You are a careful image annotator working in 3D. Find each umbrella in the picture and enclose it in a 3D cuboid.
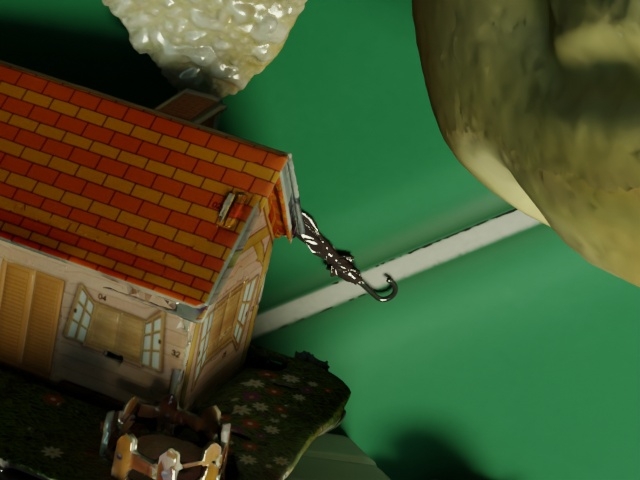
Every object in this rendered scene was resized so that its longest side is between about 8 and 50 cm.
[{"bbox_3d":[-0.002,0.002,0.914,0.122,0.013,0.022,37,109,-23],"label":"umbrella"}]

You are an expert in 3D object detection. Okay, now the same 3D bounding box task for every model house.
[{"bbox_3d":[-0.129,0.005,0.778,0.294,0.207,0.154,18,110,14],"label":"model house"}]

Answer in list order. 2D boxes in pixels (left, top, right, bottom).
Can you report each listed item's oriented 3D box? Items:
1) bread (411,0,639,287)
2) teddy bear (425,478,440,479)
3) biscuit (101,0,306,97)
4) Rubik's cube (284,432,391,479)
[{"bbox_3d":[0.246,-0.086,0.615,0.376,0.348,0.253,6,98,-31],"label":"bread"},{"bbox_3d":[0.080,0.209,1.032,0.213,0.111,0.133,-24,105,49],"label":"teddy bear"},{"bbox_3d":[-0.076,-0.178,0.761,0.133,0.032,0.250,-24,125,21],"label":"biscuit"},{"bbox_3d":[-0.115,0.255,0.868,0.291,0.290,0.291,8,90,-10],"label":"Rubik's cube"}]
